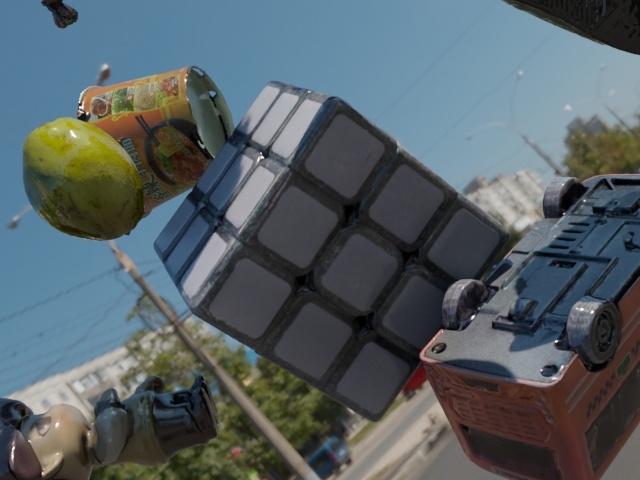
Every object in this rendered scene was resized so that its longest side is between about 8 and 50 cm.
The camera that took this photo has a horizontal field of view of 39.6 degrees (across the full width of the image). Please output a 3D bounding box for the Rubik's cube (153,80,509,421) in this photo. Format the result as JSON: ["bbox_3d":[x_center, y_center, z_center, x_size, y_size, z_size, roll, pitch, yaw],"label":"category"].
[{"bbox_3d":[0.000,0.000,1.166,0.303,0.305,0.301,-56,22,2],"label":"Rubik's cube"}]

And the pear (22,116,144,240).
[{"bbox_3d":[-0.227,-0.055,0.851,0.107,0.131,0.107,-33,11,7],"label":"pear"}]

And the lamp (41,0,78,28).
[{"bbox_3d":[-0.370,-0.335,1.232,0.031,0.083,0.063,-34,20,-28],"label":"lamp"}]

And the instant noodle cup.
[{"bbox_3d":[-0.251,-0.168,1.432,0.182,0.230,0.230,-17,-3,16],"label":"instant noodle cup"}]

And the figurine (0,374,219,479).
[{"bbox_3d":[-0.327,0.258,1.164,0.365,0.206,0.218,-30,22,-2],"label":"figurine"}]

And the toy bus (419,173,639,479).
[{"bbox_3d":[0.331,0.093,1.088,0.203,0.233,0.427,7,37,47],"label":"toy bus"}]

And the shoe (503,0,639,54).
[{"bbox_3d":[0.287,-0.269,0.951,0.103,0.275,0.098,-66,-7,10],"label":"shoe"}]
